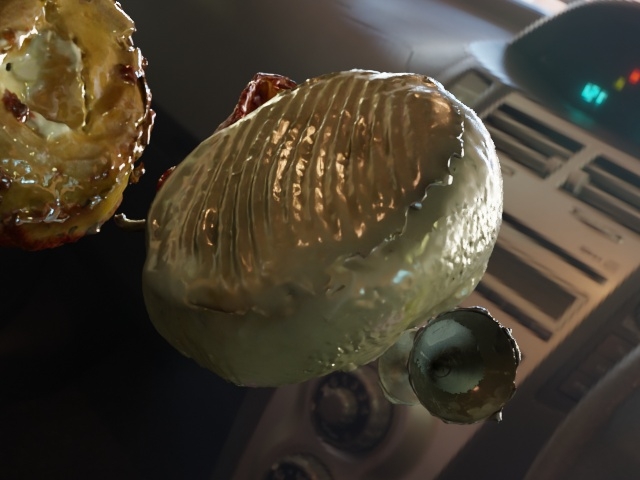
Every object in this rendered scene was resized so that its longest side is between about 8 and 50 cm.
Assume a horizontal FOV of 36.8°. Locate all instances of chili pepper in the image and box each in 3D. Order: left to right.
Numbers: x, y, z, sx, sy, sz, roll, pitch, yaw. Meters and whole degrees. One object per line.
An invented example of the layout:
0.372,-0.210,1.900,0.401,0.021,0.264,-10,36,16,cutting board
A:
-0.124,-0.039,1.107,0.131,0.338,0.135,34,42,-20,chili pepper

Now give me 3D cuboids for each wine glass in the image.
0.123,0.136,1.023,0.122,0.122,0.183,21,-13,-7,wine glass

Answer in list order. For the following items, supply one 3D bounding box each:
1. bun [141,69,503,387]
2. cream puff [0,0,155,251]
0.000,0.000,0.618,0.141,0.239,0.239,60,0,-32,bun
-0.372,-0.155,1.138,0.350,0.351,0.228,4,-11,-43,cream puff
